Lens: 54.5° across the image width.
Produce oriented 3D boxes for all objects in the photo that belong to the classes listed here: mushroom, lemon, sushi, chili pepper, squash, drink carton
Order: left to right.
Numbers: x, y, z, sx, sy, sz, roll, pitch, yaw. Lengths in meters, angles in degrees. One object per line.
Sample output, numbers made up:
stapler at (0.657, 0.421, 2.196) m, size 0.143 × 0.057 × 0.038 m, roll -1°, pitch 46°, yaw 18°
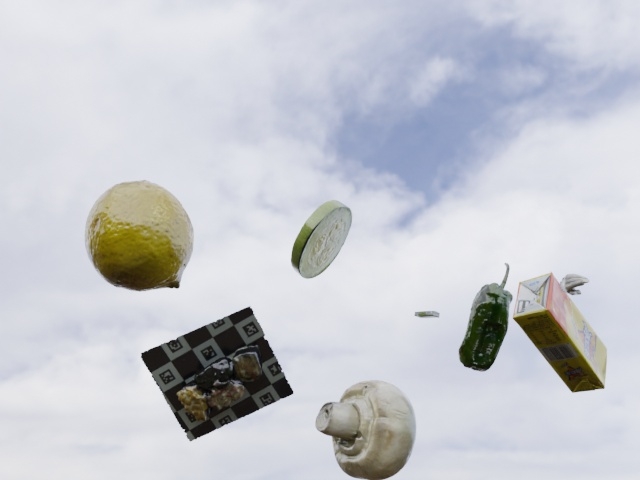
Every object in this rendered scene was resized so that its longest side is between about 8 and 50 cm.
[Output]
lemon at (-0.395, -0.014, 1.353) m, size 0.228 × 0.254 × 0.228 m, roll -19°, pitch -27°, yaw -10°
sushi at (-0.180, 0.243, 1.082) m, size 0.215 × 0.050 × 0.192 m, roll -25°, pitch -77°, yaw 1°
squash at (0.000, 0.000, 1.847) m, size 0.048 × 0.252 × 0.252 m, roll 33°, pitch -25°, yaw 23°
mushroom at (0.100, 0.462, 1.520) m, size 0.234 × 0.254 × 0.260 m, roll 13°, pitch -77°, yaw -25°
chili pepper at (0.295, 0.129, 1.089) m, size 0.072 × 0.204 × 0.073 m, roll 21°, pitch -5°, yaw -23°
drink carton at (0.696, 0.268, 1.784) m, size 0.111 × 0.155 × 0.351 m, roll -22°, pitch -61°, yaw 41°

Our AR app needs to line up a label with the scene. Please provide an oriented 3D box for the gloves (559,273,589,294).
gloves at (0.467, 0.083, 1.151) m, size 0.037 × 0.044 × 0.081 m, roll 2°, pitch -18°, yaw -19°

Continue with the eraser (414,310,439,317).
eraser at (0.361, 0.252, 2.108) m, size 0.038 × 0.019 × 0.083 m, roll 19°, pitch -20°, yaw -35°
